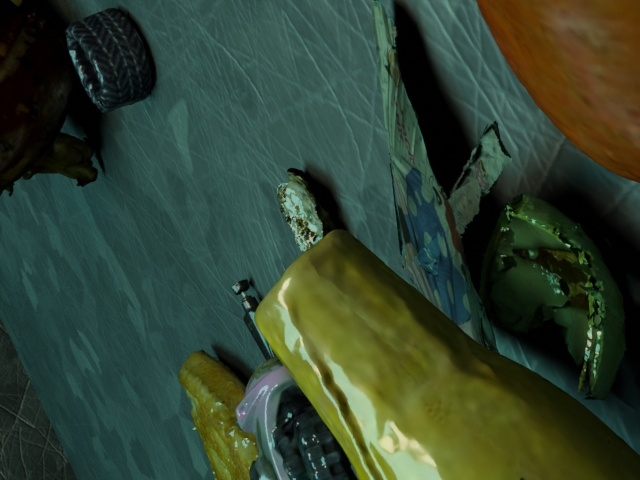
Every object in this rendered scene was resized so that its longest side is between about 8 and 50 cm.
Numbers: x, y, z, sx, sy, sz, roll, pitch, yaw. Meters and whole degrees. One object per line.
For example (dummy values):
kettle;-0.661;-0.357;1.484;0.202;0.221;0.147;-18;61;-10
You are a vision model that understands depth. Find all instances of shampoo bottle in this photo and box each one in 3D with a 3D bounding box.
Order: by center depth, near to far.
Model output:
shampoo bottle;-0.054;0.104;1.175;0.137;0.027;0.048;60;153;12

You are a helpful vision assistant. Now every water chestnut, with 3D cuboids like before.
water chestnut;-0.433;-0.158;1.416;0.347;0.335;0.335;44;168;-30

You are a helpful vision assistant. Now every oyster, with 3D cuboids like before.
oyster;0.001;-0.001;0.965;0.086;0.029;0.132;24;137;64

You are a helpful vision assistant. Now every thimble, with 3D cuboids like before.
thimble;-0.230;-0.198;1.203;0.104;0.066;0.095;64;158;3

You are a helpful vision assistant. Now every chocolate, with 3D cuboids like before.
chocolate;0.132;0.179;0.613;0.445;0.162;0.162;46;152;12

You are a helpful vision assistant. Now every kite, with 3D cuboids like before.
kite;0.086;-0.007;0.729;0.314;0.012;0.335;115;137;-77

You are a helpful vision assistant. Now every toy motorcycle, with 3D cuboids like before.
toy motorcycle;0.011;0.223;1.042;0.188;0.143;0.327;57;171;39

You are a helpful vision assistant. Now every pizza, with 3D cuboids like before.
pizza;-0.087;0.282;1.364;0.280;0.075;0.287;49;153;41

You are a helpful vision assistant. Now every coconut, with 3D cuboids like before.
coconut;0.141;0.028;0.660;0.158;0.055;0.133;-123;19;-58

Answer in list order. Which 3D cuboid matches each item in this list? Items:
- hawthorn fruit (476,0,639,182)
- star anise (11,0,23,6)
hawthorn fruit;0.151;-0.100;0.366;0.211;0.211;0.299;20;138;58
star anise;-0.309;-0.335;1.141;0.234;0.073;0.177;26;95;43
